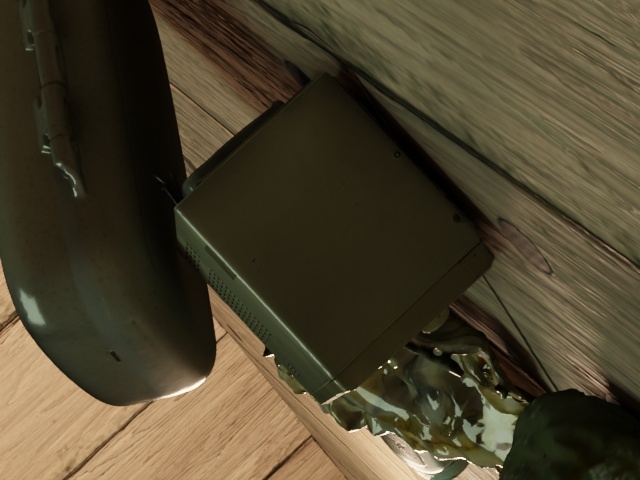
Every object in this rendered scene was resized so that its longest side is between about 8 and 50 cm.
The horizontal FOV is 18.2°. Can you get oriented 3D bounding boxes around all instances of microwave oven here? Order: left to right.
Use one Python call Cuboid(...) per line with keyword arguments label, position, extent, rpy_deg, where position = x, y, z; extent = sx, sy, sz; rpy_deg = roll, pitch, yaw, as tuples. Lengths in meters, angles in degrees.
Cuboid(label="microwave oven", position=(0.000, 0.000, 1.348), extent=(0.194, 0.145, 0.240), rpy_deg=(50, 173, 3))

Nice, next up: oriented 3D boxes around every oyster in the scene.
Cuboid(label="oyster", position=(0.068, 0.092, 1.632), extent=(0.355, 0.107, 0.201), rpy_deg=(2, 143, 52))

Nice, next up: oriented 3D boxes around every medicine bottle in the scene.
Cuboid(label="medicine bottle", position=(-0.178, -0.071, 1.531), extent=(0.282, 0.123, 0.375), rpy_deg=(58, -163, -64))
Cuboid(label="medicine bottle", position=(0.085, 0.158, 1.940), extent=(0.121, 0.083, 0.229), rpy_deg=(38, 170, 38))

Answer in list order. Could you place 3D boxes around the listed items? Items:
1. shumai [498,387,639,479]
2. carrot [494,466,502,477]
Cuboid(label="shumai", position=(0.192, 0.292, 1.327), extent=(0.309, 0.263, 0.304), rpy_deg=(40, 168, 45))
Cuboid(label="carrot", position=(0.184, 0.206, 1.711), extent=(0.336, 0.069, 0.069), rpy_deg=(53, 172, -12))
